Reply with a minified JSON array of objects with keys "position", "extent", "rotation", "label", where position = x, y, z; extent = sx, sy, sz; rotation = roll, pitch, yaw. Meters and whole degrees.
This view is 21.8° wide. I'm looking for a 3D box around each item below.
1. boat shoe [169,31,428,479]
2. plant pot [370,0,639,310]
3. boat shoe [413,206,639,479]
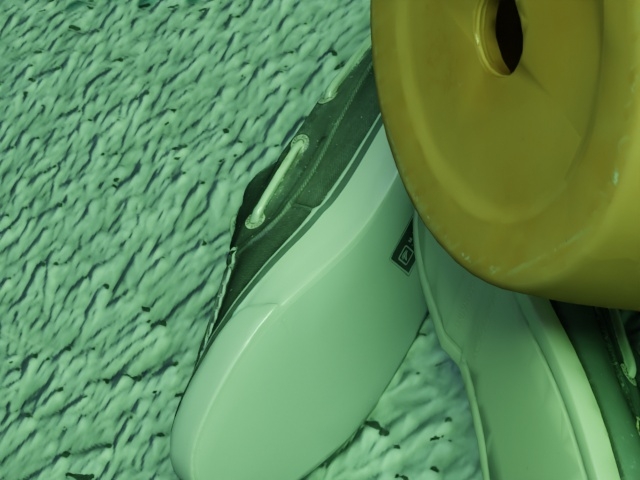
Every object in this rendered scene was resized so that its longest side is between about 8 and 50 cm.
[{"position":[0.000,0.000,0.897],"extent":[0.102,0.108,0.301],"rotation":[21,75,43],"label":"boat shoe"},{"position":[0.153,-0.087,0.669],"extent":[0.291,0.203,0.291],"rotation":[173,90,-65],"label":"plant pot"},{"position":[0.125,0.070,0.754],"extent":[0.116,0.099,0.319],"rotation":[107,156,-44],"label":"boat shoe"}]
